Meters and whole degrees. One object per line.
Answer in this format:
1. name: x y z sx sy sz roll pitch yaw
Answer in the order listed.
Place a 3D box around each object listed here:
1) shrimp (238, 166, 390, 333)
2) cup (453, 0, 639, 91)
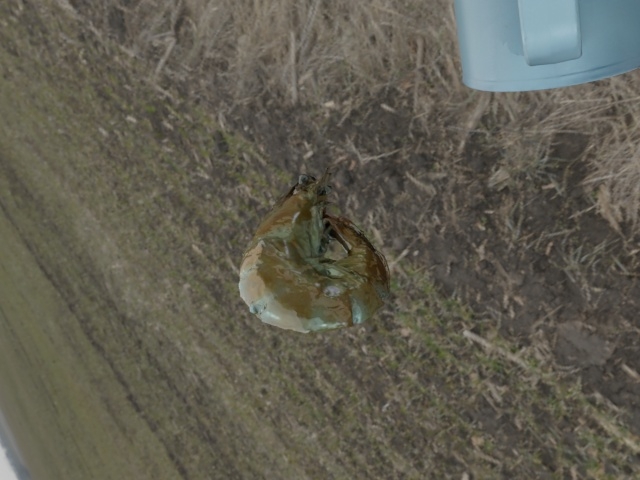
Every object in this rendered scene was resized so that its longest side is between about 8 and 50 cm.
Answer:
1. shrimp: 0.000 0.000 0.458 0.180 0.099 0.041 -81 -5 -56
2. cup: 0.260 -0.359 0.798 0.257 0.331 0.311 14 125 48
